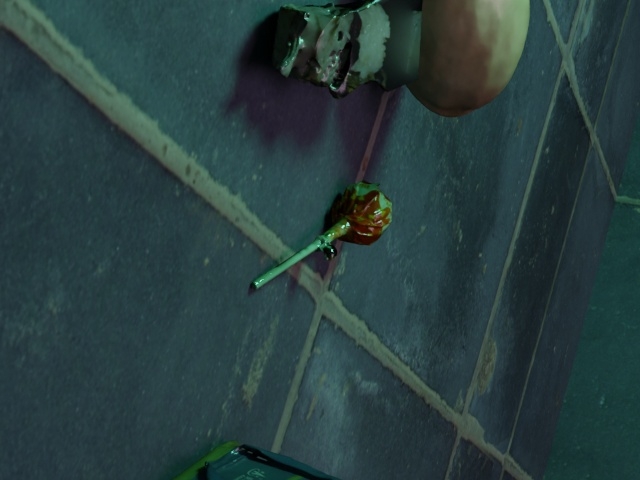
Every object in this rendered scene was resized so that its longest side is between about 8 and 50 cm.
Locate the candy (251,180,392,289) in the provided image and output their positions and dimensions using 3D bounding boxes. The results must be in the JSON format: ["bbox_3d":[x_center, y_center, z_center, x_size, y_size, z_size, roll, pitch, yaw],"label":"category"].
[{"bbox_3d":[0.001,-0.001,1.646,0.287,0.078,0.084,-32,132,-48],"label":"candy"}]

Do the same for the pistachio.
[{"bbox_3d":[0.169,-0.326,1.702,0.230,0.229,0.309,-54,149,-43],"label":"pistachio"}]

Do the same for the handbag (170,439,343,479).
[{"bbox_3d":[-0.059,0.372,1.446,0.263,0.241,0.222,-22,121,-62],"label":"handbag"}]

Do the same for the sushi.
[{"bbox_3d":[0.005,-0.238,1.520,0.273,0.109,0.134,-25,128,-43],"label":"sushi"}]
